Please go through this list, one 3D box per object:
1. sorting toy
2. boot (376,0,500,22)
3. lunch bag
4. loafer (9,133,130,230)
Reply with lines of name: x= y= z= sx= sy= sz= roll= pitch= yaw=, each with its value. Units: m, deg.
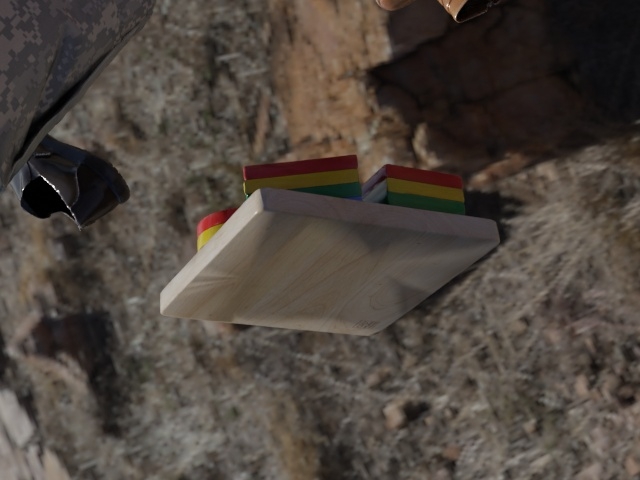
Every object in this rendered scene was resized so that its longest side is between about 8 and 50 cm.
sorting toy: x=0.000 y=0.000 z=1.363 sx=0.257 sy=0.256 sz=0.089 roll=-42 pitch=47 yaw=53
boot: x=0.165 y=-0.345 z=1.849 sx=0.197 sy=0.073 sz=0.152 roll=-39 pitch=48 yaw=27
lunch bag: x=-0.328 y=-0.209 z=1.285 sx=0.256 sy=0.305 sz=0.212 roll=40 pitch=150 yaw=-8
loafer: x=-0.303 y=-0.070 z=1.457 sx=0.220 sy=0.078 sz=0.080 roll=18 pitch=147 yaw=39
